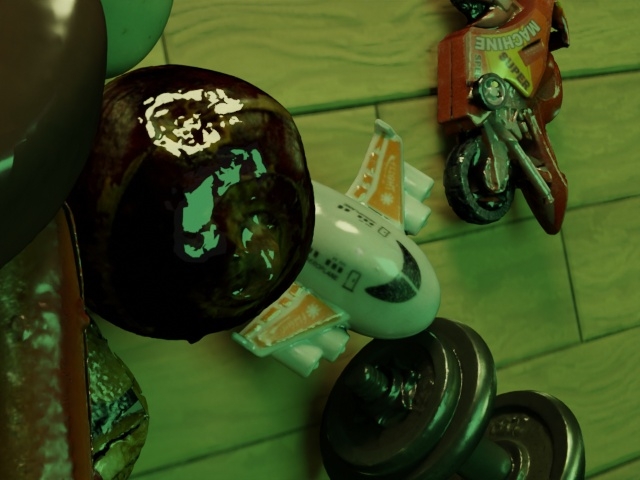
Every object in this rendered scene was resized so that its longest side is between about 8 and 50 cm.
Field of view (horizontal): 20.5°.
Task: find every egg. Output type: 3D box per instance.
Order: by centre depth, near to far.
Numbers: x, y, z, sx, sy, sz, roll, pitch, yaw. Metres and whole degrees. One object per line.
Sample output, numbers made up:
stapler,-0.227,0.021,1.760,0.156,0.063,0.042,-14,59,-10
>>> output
egg,-0.192,-0.226,1.440,0.149,0.149,0.192,-17,102,-43

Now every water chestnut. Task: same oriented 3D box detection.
water chestnut,-0.117,-0.032,1.417,0.223,0.238,0.224,-5,99,-35

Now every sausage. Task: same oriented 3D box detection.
sausage,-0.211,0.107,1.272,0.102,0.102,0.330,11,66,-41

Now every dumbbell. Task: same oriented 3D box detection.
dumbbell,0.122,0.189,1.637,0.290,0.192,0.192,38,60,-34

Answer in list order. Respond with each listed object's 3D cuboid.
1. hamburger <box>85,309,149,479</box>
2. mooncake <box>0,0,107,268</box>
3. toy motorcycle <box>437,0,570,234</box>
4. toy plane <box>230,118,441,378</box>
hamburger,-0.246,0.135,1.365,0.231,0.106,0.231,8,77,-37
mooncake,-0.306,-0.105,1.213,0.325,0.174,0.334,-9,62,-18
toy motorcycle,0.190,-0.159,1.824,0.171,0.089,0.298,7,79,-43
toy plane,0.000,0.000,1.565,0.244,0.117,0.245,2,73,-8
